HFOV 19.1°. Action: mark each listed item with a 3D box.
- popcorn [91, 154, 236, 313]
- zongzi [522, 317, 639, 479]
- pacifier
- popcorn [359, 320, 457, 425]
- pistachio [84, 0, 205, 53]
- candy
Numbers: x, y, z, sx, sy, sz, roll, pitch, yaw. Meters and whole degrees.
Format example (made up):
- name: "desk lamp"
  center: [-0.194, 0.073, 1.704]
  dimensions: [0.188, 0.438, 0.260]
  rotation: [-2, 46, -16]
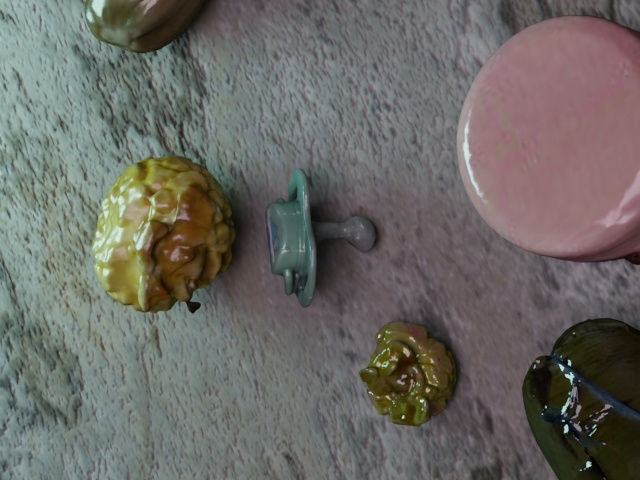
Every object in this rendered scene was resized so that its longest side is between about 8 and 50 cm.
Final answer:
- name: "popcorn"
  center: [-0.168, -0.002, 2.029]
  dimensions: [0.170, 0.180, 0.180]
  rotation: [41, 105, 20]
- name: "zongzi"
  center: [0.418, 0.170, 1.829]
  dimensions: [0.393, 0.174, 0.356]
  rotation: [-36, 67, 0]
- name: "pacifier"
  center: [0.000, 0.000, 2.014]
  dimensions: [0.117, 0.127, 0.150]
  rotation: [-2, 59, -15]
- name: "popcorn"
  center: [0.093, 0.138, 1.980]
  dimensions: [0.097, 0.089, 0.109]
  rotation: [-4, 87, 10]
- name: "pistachio"
  center: [-0.177, -0.279, 2.063]
  dimensions: [0.185, 0.126, 0.108]
  rotation: [-40, 121, 15]
- name: "candy"
  center: [0.257, -0.093, 1.874]
  dimensions: [0.255, 0.094, 0.255]
  rotation: [-5, 81, 33]
